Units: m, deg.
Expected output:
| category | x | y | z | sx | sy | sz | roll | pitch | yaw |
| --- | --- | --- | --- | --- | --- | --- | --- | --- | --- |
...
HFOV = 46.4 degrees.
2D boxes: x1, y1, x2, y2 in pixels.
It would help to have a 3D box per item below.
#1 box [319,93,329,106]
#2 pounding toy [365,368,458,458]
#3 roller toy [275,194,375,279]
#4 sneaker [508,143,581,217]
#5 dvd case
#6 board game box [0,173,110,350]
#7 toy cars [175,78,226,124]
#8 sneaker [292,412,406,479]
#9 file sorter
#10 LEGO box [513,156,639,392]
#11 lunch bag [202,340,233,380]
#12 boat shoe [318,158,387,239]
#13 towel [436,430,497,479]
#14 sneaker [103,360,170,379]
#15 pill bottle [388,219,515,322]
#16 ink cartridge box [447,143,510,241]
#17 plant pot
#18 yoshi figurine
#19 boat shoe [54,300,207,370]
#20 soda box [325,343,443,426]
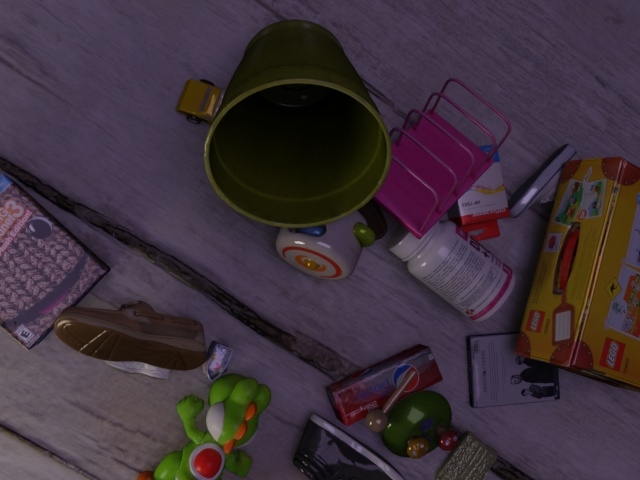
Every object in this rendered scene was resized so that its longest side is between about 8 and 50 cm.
| category | x | y | z | sx | sy | sz | roll | pitch | yaw |
| --- | --- | --- | --- | --- | --- | --- | --- | --- | --- |
| box | 0.053 | -0.281 | 1.786 | 0.109 | 0.042 | 0.178 | -4 | 86 | 4 |
| pounding toy | 0.232 | 0.439 | 1.726 | 0.183 | 0.110 | 0.237 | -43 | 125 | 0 |
| roller toy | 0.000 | 0.000 | 1.692 | 0.191 | 0.209 | 0.146 | 29 | 67 | -16 |
| sneaker | 0.577 | -0.135 | 1.891 | 0.258 | 0.094 | 0.091 | -43 | 93 | -12 |
| dvd case | 0.486 | 0.321 | 1.882 | 0.239 | 0.029 | 0.179 | -2 | 88 | -13 |
| board game box | -0.633 | 0.046 | 1.576 | 0.291 | 0.141 | 0.232 | 44 | 79 | -8 |
| toy cars | -0.181 | -0.215 | 1.721 | 0.176 | 0.087 | 0.393 | -30 | 94 | -12 |
| sneaker | 0.065 | 0.541 | 1.741 | 0.296 | 0.104 | 0.147 | 34 | 82 | -4 |
| file sorter | 0.258 | -0.195 | 1.677 | 0.202 | 0.182 | 0.291 | 42 | 65 | 10 |
| LEGO box | 0.731 | 0.097 | 1.829 | 0.372 | 0.193 | 0.500 | 20 | 83 | -25 |
| lunch bag | -0.236 | 0.275 | 1.694 | 0.053 | 0.071 | 0.083 | 26 | 80 | -15 |
| boat shoe | 0.065 | -0.094 | 1.751 | 0.095 | 0.095 | 0.257 | -38 | 103 | 13 |
| towel | 0.361 | 0.556 | 1.843 | 0.110 | 0.027 | 0.148 | 38 | 81 | -8 |
| sneaker | -0.407 | 0.270 | 1.669 | 0.152 | 0.054 | 0.061 | 14 | 75 | -18 |
| pill bottle | 0.311 | 0.053 | 1.786 | 0.283 | 0.160 | 0.160 | 37 | 80 | -9 |
| ink cartridge box | 0.384 | -0.112 | 1.853 | 0.134 | 0.078 | 0.231 | -12 | 91 | -13 |
| plant pot | -0.049 | -0.279 | 1.582 | 0.366 | 0.366 | 0.353 | 10 | 43 | -13 |
| yoshi figurine | -0.242 | 0.442 | 1.662 | 0.203 | 0.203 | 0.362 | 40 | 94 | 32 |
| boat shoe | -0.402 | 0.192 | 1.602 | 0.341 | 0.122 | 0.110 | 22 | 45 | -36 |
| soda box | 0.150 | 0.341 | 1.775 | 0.263 | 0.083 | 0.092 | -22 | 93 | -12 |
